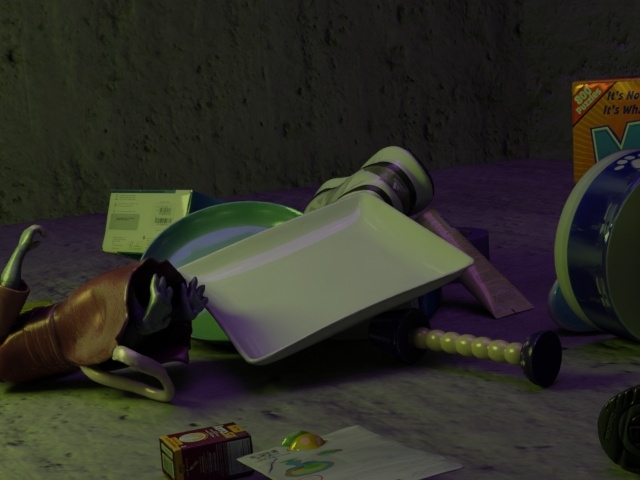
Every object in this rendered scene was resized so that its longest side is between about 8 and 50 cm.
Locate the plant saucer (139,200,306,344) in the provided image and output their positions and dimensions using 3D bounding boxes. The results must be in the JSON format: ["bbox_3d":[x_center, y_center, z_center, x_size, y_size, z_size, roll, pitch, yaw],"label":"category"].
[{"bbox_3d":[-0.130,0.054,1.699,0.317,0.044,0.318,-2,42,2],"label":"plant saucer"}]

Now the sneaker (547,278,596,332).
[{"bbox_3d":[0.455,0.048,1.669,0.319,0.127,0.208,-34,-6,-16],"label":"sneaker"}]

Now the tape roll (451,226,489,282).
[{"bbox_3d":[0.230,0.026,2.068,0.188,0.080,0.189,-4,8,1],"label":"tape roll"}]

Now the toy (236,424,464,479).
[{"bbox_3d":[0.022,0.222,0.988,0.136,0.056,0.237,-11,6,-20],"label":"toy"}]

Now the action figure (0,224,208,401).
[{"bbox_3d":[-0.343,0.143,1.465,0.370,0.248,0.276,-15,49,12],"label":"action figure"}]

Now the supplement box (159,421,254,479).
[{"bbox_3d":[-0.117,0.219,1.101,0.083,0.043,0.055,-7,8,-25],"label":"supplement box"}]

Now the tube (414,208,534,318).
[{"bbox_3d":[0.242,0.043,1.774,0.070,0.062,0.240,-40,57,-6],"label":"tube"}]

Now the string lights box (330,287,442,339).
[{"bbox_3d":[0.108,0.090,1.718,0.133,0.077,0.259,-2,9,16],"label":"string lights box"}]

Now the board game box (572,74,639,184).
[{"bbox_3d":[0.677,-0.114,1.870,0.356,0.357,0.356,2,10,36],"label":"board game box"}]

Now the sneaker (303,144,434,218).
[{"bbox_3d":[0.000,-0.001,1.935,0.257,0.169,0.447,-37,-3,-31],"label":"sneaker"}]

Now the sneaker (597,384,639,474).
[{"bbox_3d":[0.415,0.164,1.045,0.286,0.109,0.130,0,3,13],"label":"sneaker"}]

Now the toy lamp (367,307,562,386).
[{"bbox_3d":[0.178,0.133,1.409,0.274,0.080,0.080,3,11,43],"label":"toy lamp"}]

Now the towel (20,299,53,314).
[{"bbox_3d":[-0.608,0.132,1.959,0.237,0.021,0.102,-7,10,-19],"label":"towel"}]

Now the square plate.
[{"bbox_3d":[-0.004,0.052,1.559,0.344,0.049,0.347,-22,27,-17],"label":"square plate"}]

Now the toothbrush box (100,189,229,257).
[{"bbox_3d":[-0.231,-0.005,2.048,0.216,0.126,0.295,2,-11,38],"label":"toothbrush box"}]

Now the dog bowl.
[{"bbox_3d":[0.457,0.009,1.473,0.264,0.265,0.104,-8,12,-26],"label":"dog bowl"}]
